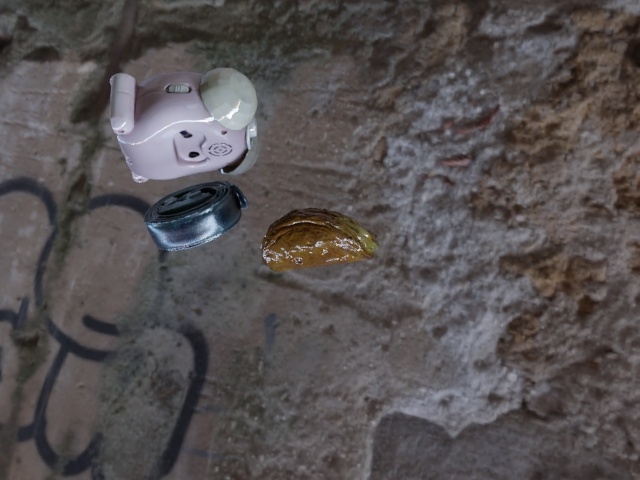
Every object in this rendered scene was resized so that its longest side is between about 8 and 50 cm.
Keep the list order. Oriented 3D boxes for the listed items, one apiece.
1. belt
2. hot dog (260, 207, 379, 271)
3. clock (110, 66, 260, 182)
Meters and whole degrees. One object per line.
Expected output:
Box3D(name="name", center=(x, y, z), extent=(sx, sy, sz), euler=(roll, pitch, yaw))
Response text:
Box3D(name="belt", center=(-0.313, -0.065, 1.830), extent=(0.267, 0.116, 0.206), euler=(-15, -152, 10))
Box3D(name="hot dog", center=(0.000, 0.000, 1.676), extent=(0.272, 0.122, 0.196), euler=(-12, 158, 24))
Box3D(name="clock", center=(-0.308, -0.269, 1.698), extent=(0.325, 0.184, 0.342), euler=(-7, 162, -6))
